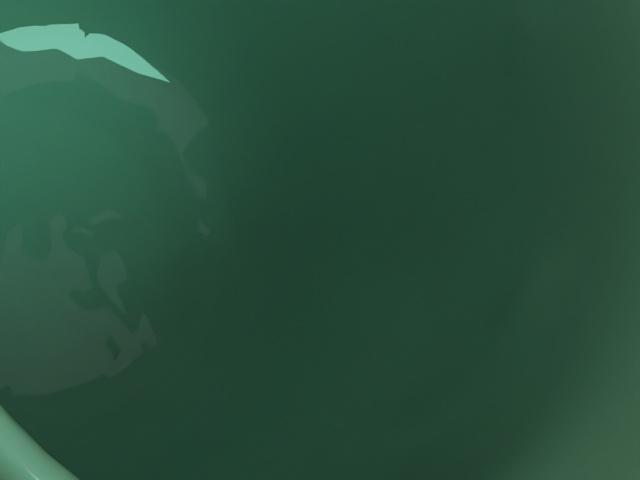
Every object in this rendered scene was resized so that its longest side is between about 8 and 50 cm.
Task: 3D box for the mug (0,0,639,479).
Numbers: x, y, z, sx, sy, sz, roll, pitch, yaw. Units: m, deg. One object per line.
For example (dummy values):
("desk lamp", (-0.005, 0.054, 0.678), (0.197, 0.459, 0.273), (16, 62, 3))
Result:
("mug", (-0.069, -0.067, 0.625), (0.276, 0.328, 0.374), (-25, 93, -25))
